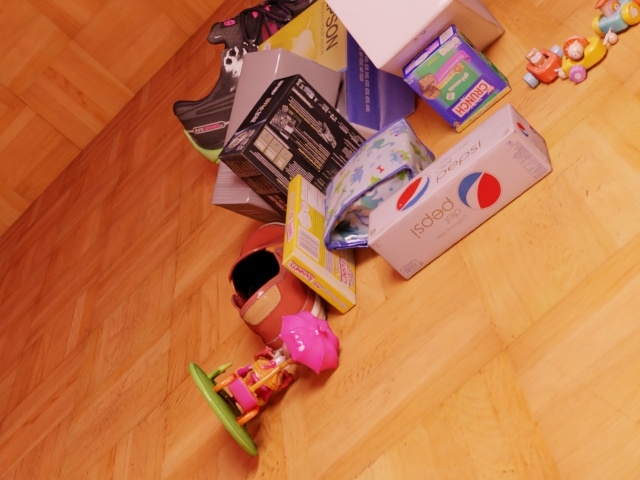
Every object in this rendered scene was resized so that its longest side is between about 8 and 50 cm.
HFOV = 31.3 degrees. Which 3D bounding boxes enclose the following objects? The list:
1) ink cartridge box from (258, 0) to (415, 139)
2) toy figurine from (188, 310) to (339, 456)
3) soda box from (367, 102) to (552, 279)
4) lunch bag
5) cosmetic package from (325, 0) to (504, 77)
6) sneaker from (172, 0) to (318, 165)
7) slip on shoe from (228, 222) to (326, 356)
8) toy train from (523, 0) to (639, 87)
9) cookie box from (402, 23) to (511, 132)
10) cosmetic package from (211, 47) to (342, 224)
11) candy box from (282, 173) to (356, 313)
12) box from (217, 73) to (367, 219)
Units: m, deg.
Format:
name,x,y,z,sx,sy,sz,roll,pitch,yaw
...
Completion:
name,x,y,z,sx,sy,sz,roll,pitch,yaw
ink cartridge box,0.014,-0.259,1.805,0.307,0.072,0.304,-33,44,40
toy figurine,-0.050,0.150,1.327,0.159,0.130,0.173,-36,-4,-3
soda box,0.153,-0.054,1.288,0.216,0.069,0.074,-38,23,24
lunch bag,0.068,-0.060,1.431,0.151,0.096,0.129,-30,27,20
cosmetic package,0.104,-0.338,1.543,0.138,0.224,0.224,-42,-18,21
sneaker,-0.088,-0.361,2.063,0.483,0.202,0.185,-51,6,1
slip on shoe,-0.069,0.044,1.518,0.123,0.101,0.331,-47,19,11
toy train,0.306,-0.247,1.351,0.166,0.046,0.125,-45,21,11
cookie box,0.173,-0.206,1.457,0.092,0.107,0.040,-40,23,23
cosmetic package,-0.064,-0.152,1.682,0.107,0.127,0.238,-1,74,50
candy box,0.000,0.000,1.447,0.027,0.105,0.206,-40,22,22
box,-0.026,-0.116,1.595,0.147,0.180,0.077,-57,25,-18
